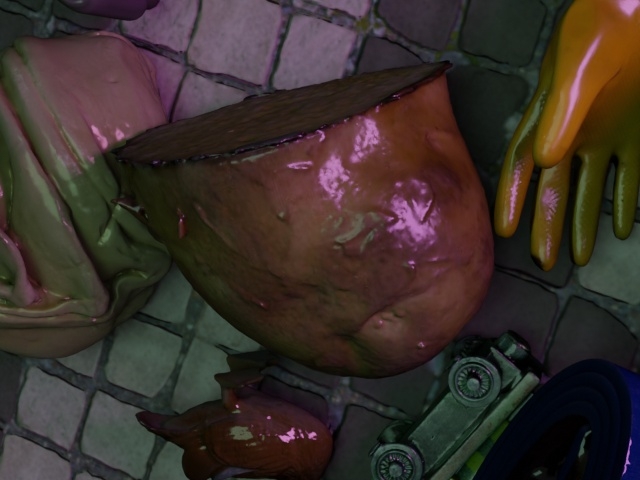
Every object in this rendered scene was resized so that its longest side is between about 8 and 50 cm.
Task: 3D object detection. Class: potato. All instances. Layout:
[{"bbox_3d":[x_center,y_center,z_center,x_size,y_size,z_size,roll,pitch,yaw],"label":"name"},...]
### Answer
[{"bbox_3d":[0.000,0.000,1.210,0.289,0.301,0.237,5,114,52],"label":"potato"}]

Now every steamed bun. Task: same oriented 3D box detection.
[{"bbox_3d":[-0.266,-0.043,1.324,0.289,0.203,0.276,-36,80,19],"label":"steamed bun"}]

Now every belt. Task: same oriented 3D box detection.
[{"bbox_3d":[0.189,0.261,1.127,0.117,0.212,0.346,21,103,-20],"label":"belt"}]

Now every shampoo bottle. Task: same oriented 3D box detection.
[{"bbox_3d":[-0.198,-0.235,1.306,0.080,0.165,0.040,45,107,12],"label":"shampoo bottle"}]

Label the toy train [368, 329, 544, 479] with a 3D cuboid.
[{"bbox_3d":[0.133,0.178,1.252,0.132,0.083,0.200,41,107,3],"label":"toy train"}]

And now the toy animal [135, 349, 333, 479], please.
[{"bbox_3d":[-0.079,0.198,1.335,0.188,0.089,0.179,-3,107,16],"label":"toy animal"}]

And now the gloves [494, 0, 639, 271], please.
[{"bbox_3d":[0.232,-0.114,1.167,0.133,0.116,0.294,13,98,-14],"label":"gloves"}]
